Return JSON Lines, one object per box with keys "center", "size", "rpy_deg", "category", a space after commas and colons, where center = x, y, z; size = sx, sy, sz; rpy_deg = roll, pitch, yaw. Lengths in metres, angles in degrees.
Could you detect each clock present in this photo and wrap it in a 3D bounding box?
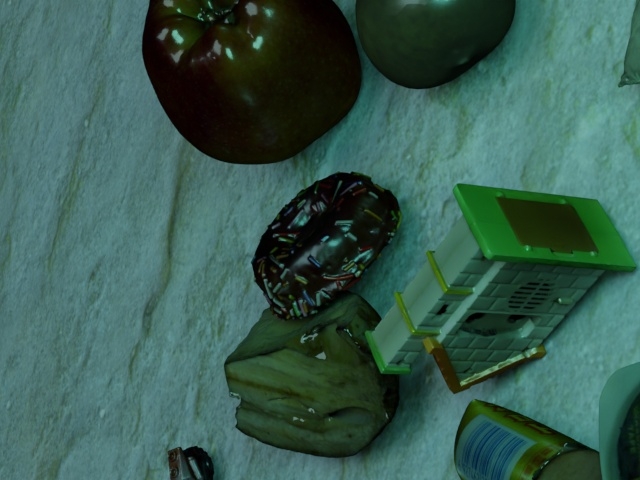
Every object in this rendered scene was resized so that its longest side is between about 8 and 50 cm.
{"center": [0.196, 0.064, 1.707], "size": [0.255, 0.220, 0.106], "rpy_deg": [-54, 44, 37], "category": "clock"}

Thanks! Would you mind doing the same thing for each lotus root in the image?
{"center": [0.004, 0.173, 1.974], "size": [0.314, 0.142, 0.210], "rpy_deg": [-1, 116, 45], "category": "lotus root"}

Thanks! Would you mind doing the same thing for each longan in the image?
{"center": [0.144, -0.301, 1.869], "size": [0.220, 0.196, 0.196], "rpy_deg": [-32, 58, 47], "category": "longan"}

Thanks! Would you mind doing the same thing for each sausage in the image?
{"center": [0.228, 0.260, 1.673], "size": [0.117, 0.125, 0.317], "rpy_deg": [-38, 14, -9], "category": "sausage"}

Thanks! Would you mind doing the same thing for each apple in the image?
{"center": [-0.099, -0.253, 2.043], "size": [0.288, 0.317, 0.288], "rpy_deg": [-10, 63, 20], "category": "apple"}

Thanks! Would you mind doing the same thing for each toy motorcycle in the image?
{"center": [-0.191, 0.402, 2.145], "size": [0.084, 0.118, 0.212], "rpy_deg": [-26, 62, 33], "category": "toy motorcycle"}

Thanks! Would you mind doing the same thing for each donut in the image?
{"center": [0.000, 0.000, 1.973], "size": [0.235, 0.089, 0.235], "rpy_deg": [-36, 24, 19], "category": "donut"}

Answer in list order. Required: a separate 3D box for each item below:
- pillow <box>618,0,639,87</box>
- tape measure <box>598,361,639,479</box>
{"center": [0.418, -0.233, 1.620], "size": [0.181, 0.078, 0.134], "rpy_deg": [-8, 72, 51], "category": "pillow"}
{"center": [0.408, 0.238, 1.471], "size": [0.262, 0.138, 0.259], "rpy_deg": [-25, 64, 44], "category": "tape measure"}
